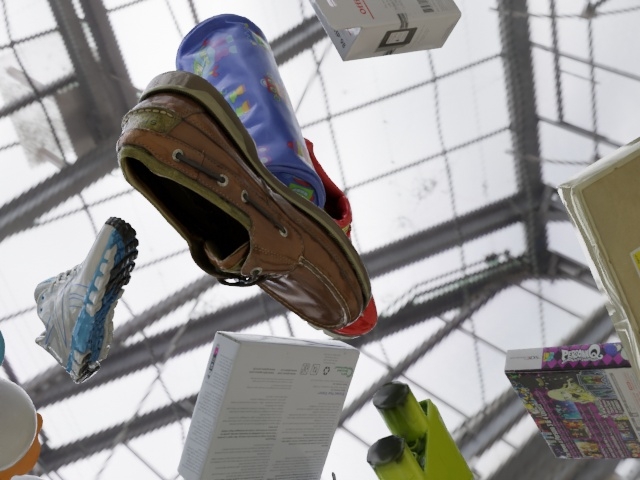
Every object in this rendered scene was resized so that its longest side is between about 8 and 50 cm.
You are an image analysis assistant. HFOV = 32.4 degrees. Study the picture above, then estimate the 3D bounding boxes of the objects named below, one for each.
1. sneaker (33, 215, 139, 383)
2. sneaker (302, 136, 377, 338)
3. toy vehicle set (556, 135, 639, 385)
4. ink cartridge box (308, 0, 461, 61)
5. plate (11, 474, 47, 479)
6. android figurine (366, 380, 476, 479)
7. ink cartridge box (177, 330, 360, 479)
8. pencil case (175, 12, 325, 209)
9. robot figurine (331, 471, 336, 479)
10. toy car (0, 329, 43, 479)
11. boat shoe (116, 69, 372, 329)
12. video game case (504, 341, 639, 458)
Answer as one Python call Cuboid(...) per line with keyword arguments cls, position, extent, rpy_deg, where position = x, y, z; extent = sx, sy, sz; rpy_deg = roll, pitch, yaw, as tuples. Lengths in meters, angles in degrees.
Cuboid(cls="sneaker", position=(-0.236, 0.050, 1.064), extent=(0.071, 0.083, 0.191), rpy_deg=(-43, -19, -58))
Cuboid(cls="sneaker", position=(0.000, 0.000, 1.350), extent=(0.107, 0.118, 0.279), rpy_deg=(-37, -75, -35))
Cuboid(cls="toy vehicle set", position=(0.375, 0.021, 1.179), extent=(0.166, 0.035, 0.267), rpy_deg=(-28, -77, -14))
Cuboid(cls="ink cartridge box", position=(0.057, -0.266, 1.252), extent=(0.180, 0.104, 0.060), rpy_deg=(-13, -26, -31))
Cuboid(cls="plate", position=(-0.508, 0.405, 1.578), extent=(0.278, 0.045, 0.277), rpy_deg=(5, -47, -3))
Cuboid(cls="android figurine", position=(0.123, 0.283, 1.144), extent=(0.056, 0.248, 0.273), rpy_deg=(-19, -61, 18))
Cuboid(cls="ink cartridge box", position=(-0.094, 0.324, 1.878), extent=(0.324, 0.071, 0.330), rpy_deg=(12, -82, -51))
Cuboid(cls="pencil case", position=(-0.088, -0.125, 1.245), extent=(0.133, 0.306, 0.119), rpy_deg=(-37, -46, 19))
Cuboid(cls="robot figurine", position=(0.102, 0.560, 1.881), extent=(0.199, 0.353, 0.300), rpy_deg=(18, -70, -52))
Cuboid(cls="toy car", position=(-0.414, 0.214, 1.256), extent=(0.238, 0.219, 0.210), rpy_deg=(48, -126, -32))
Cuboid(cls="boat shoe", position=(-0.072, -0.005, 0.990), extent=(0.307, 0.110, 0.104), rpy_deg=(46, -135, -27))
Cuboid(cls="video game case", position=(0.373, 0.210, 1.420), extent=(0.232, 0.210, 0.042), rpy_deg=(54, -141, -42))
